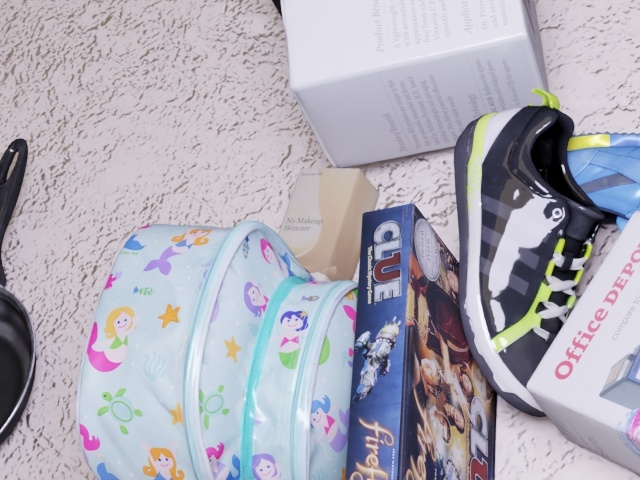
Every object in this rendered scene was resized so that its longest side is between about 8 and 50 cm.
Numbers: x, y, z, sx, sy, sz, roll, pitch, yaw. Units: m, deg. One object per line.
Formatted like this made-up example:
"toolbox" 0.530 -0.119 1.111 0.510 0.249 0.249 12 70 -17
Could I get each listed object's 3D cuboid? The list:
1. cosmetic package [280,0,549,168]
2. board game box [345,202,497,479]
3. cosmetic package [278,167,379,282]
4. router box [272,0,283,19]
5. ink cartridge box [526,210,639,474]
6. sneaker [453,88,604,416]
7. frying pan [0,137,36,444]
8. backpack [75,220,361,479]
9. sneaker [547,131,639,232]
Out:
"cosmetic package" 0.074 -0.167 1.457 0.183 0.151 0.151 -10 64 11
"board game box" 0.073 0.120 1.286 0.042 0.165 0.243 -11 55 23
"cosmetic package" 0.000 0.000 1.492 0.060 0.041 0.115 0 59 30
"router box" 0.042 -0.238 1.584 0.179 0.046 0.133 -29 87 10
"ink cartridge box" 0.269 0.092 1.240 0.212 0.093 0.154 24 74 41
"sneaker" 0.154 0.006 1.327 0.097 0.084 0.235 -18 73 36
"frying pan" -0.327 0.076 1.624 0.197 0.053 0.326 -21 49 16
"backpack" -0.055 0.108 1.308 0.191 0.253 0.225 -2 58 29
"sneaker" 0.263 -0.040 1.357 0.209 0.069 0.082 -6 68 27
